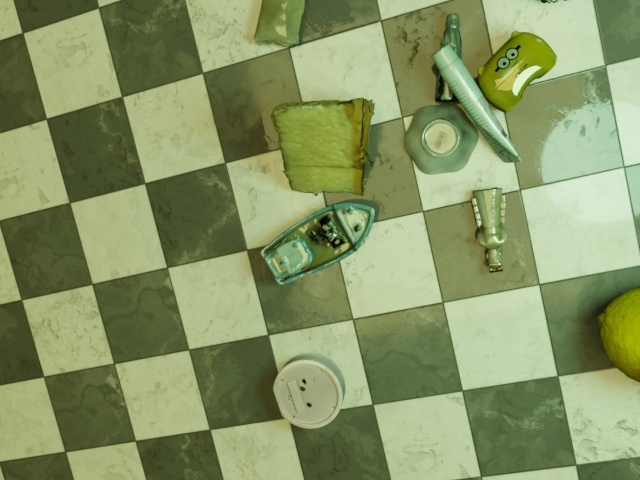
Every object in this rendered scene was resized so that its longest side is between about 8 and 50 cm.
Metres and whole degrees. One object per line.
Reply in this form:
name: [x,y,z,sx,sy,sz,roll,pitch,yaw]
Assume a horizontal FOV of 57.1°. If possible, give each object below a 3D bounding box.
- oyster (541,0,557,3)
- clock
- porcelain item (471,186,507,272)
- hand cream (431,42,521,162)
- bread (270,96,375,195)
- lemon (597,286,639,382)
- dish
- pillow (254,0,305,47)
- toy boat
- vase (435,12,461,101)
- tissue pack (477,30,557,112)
oyster: [0.500,-0.676,1.382,0.259,0.092,0.198,19,101,-2]
clock: [-0.030,0.418,1.642,0.196,0.068,0.197,2,98,11]
porcelain item: [0.436,-0.026,1.498,0.084,0.054,0.213,-6,96,14]
hand cream: [0.375,-0.320,1.422,0.058,0.085,0.331,-36,101,-9]
bread: [0.011,-0.215,1.433,0.248,0.315,0.279,5,109,12]
lemon: [0.800,0.222,1.368,0.267,0.267,0.268,2,98,11]
dish: [0.304,-0.256,1.485,0.190,0.066,0.191,2,98,11]
pillow: [-0.098,-0.603,1.519,0.119,0.053,0.208,12,97,7]
toy boat: [0.000,0.000,1.545,0.331,0.133,0.145,-29,91,13]
vase: [0.321,-0.452,1.456,0.059,0.060,0.212,5,100,10]
tissue pack: [0.459,-0.406,1.404,0.127,0.123,0.178,45,103,2]
